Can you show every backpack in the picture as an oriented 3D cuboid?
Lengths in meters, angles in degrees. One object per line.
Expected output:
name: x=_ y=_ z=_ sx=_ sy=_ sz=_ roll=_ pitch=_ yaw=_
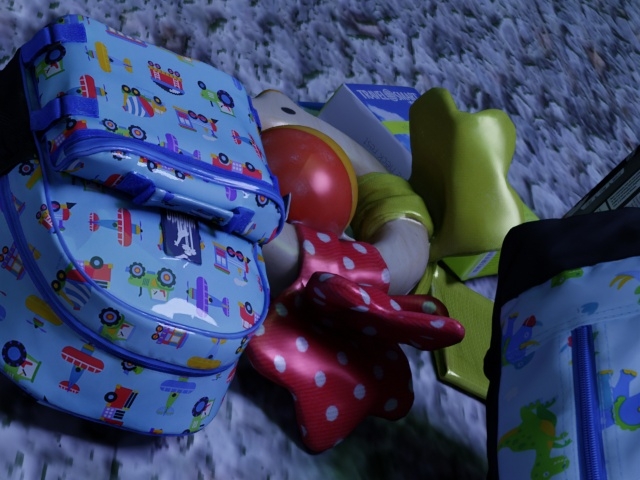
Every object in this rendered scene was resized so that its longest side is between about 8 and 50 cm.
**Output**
backpack: x=0.191 y=0.187 z=0.733 sx=0.290 sy=0.273 sz=0.355 roll=65 pitch=32 yaw=-28
backpack: x=-0.092 y=0.000 z=0.736 sx=0.158 sy=0.117 sz=0.173 roll=22 pitch=38 yaw=-35

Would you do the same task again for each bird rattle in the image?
bird rattle: x=0.000 y=0.000 z=0.903 sx=0.207 sy=0.143 sz=0.253 roll=35 pitch=40 yaw=8

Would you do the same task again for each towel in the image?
towel: x=0.166 y=0.099 z=1.046 sx=0.237 sy=0.021 sz=0.102 roll=28 pitch=31 yaw=-28

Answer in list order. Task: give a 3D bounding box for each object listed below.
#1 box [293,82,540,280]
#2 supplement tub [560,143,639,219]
box: x=0.073 y=-0.050 z=1.085 sx=0.178 sy=0.042 sz=0.109 roll=48 pitch=25 yaw=20
supplement tub: x=0.248 y=-0.007 z=1.117 sx=0.117 sy=0.190 sz=0.117 roll=33 pitch=29 yaw=-21
